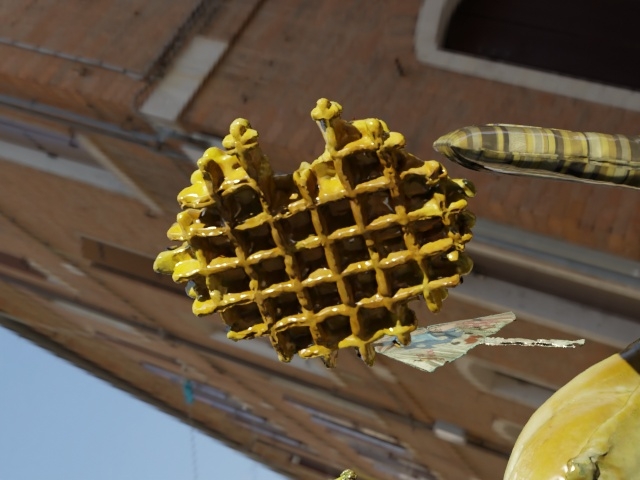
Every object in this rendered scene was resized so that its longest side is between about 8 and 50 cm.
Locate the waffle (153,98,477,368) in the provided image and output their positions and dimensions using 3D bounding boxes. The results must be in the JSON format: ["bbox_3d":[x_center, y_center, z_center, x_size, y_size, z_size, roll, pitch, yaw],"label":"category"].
[{"bbox_3d":[0.000,0.000,0.855,0.229,0.231,0.051,-56,16,27],"label":"waffle"}]

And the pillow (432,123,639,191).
[{"bbox_3d":[0.183,-0.056,0.753,0.113,0.203,0.038,-114,30,-85],"label":"pillow"}]

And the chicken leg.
[{"bbox_3d":[0.298,0.124,0.901,0.429,0.152,0.201,-45,-52,-21],"label":"chicken leg"}]

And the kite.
[{"bbox_3d":[0.184,0.125,1.397,0.335,0.314,0.012,-18,-76,-60],"label":"kite"}]

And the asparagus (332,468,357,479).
[{"bbox_3d":[-0.018,0.264,1.086,0.127,0.018,0.015,-34,4,3],"label":"asparagus"}]
